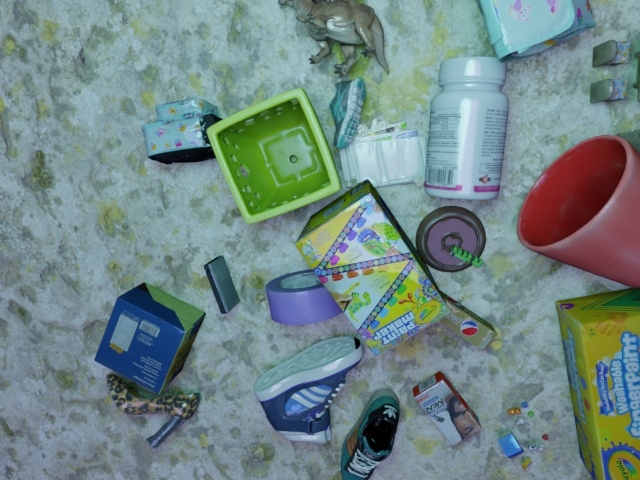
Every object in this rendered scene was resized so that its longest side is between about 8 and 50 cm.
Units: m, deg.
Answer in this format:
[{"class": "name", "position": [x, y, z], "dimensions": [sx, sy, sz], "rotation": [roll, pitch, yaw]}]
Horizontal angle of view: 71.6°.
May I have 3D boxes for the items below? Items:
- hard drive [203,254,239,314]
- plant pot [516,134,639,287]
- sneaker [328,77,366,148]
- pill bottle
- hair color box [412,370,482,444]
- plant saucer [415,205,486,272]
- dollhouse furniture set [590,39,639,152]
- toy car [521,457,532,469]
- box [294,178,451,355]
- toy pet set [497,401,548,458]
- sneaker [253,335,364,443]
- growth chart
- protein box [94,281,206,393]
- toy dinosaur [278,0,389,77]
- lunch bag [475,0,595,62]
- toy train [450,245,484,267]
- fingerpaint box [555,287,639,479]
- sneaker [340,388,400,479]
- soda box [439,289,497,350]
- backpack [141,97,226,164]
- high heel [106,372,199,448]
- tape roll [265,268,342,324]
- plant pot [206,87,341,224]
[{"class": "hard drive", "position": [-0.255, 0.114, 1.155], "dimensions": [0.022, 0.094, 0.135], "rotation": [-16, 99, 12]}, {"class": "plant pot", "position": [0.601, -0.041, 0.918], "dimensions": [0.243, 0.275, 0.274], "rotation": [29, 105, -8]}, {"class": "sneaker", "position": [0.051, -0.295, 1.034], "dimensions": [0.076, 0.065, 0.166], "rotation": [14, 89, 31]}, {"class": "pill bottle", "position": [0.316, -0.236, 0.958], "dimensions": [0.161, 0.160, 0.282], "rotation": [4, 103, 8]}, {"class": "hair color box", "position": [0.329, 0.437, 1.158], "dimensions": [0.093, 0.053, 0.167], "rotation": [-39, 95, 13]}, {"class": "plant saucer", "position": [0.317, 0.000, 1.078], "dimensions": [0.169, 0.029, 0.168], "rotation": [2, 102, 7]}, {"class": "dollhouse furniture set", "position": [0.689, -0.300, 0.887], "dimensions": [0.213, 0.161, 0.241], "rotation": [-3, 102, 9]}, {"class": "toy car", "position": [0.579, 0.628, 1.163], "dimensions": [0.041, 0.060, 0.121], "rotation": [-32, 104, -18]}, {"class": "box", "position": [0.109, 0.039, 0.967], "dimensions": [0.177, 0.290, 0.279], "rotation": [-33, 99, 11]}, {"class": "toy pet set", "position": [0.515, 0.502, 1.138], "dimensions": [0.114, 0.065, 0.122], "rotation": [-33, 95, 14]}, {"class": "sneaker", "position": [0.007, 0.412, 1.175], "dimensions": [0.323, 0.130, 0.236], "rotation": [-27, 107, 9]}, {"class": "growth chart", "position": [0.158, -0.205, 1.061], "dimensions": [0.238, 0.021, 0.171], "rotation": [0, 102, 9]}, {"class": "protein box", "position": [-0.455, 0.258, 1.195], "dimensions": [0.200, 0.136, 0.201], "rotation": [26, 105, 2]}, {"class": "toy dinosaur", "position": [0.047, -0.489, 0.974], "dimensions": [0.296, 0.127, 0.200], "rotation": [19, 68, -12]}, {"class": "lunch bag", "position": [0.383, -0.467, 0.840], "dimensions": [0.160, 0.262, 0.223], "rotation": [-12, 102, 53]}, {"class": "toy train", "position": [0.348, 0.040, 1.059], "dimensions": [0.083, 0.017, 0.023], "rotation": [25, 115, 2]}, {"class": "fingerpaint box", "position": [0.785, 0.335, 1.010], "dimensions": [0.372, 0.163, 0.443], "rotation": [-11, 100, 11]}, {"class": "sneaker", "position": [0.124, 0.548, 1.178], "dimensions": [0.108, 0.121, 0.301], "rotation": [20, 105, 4]}, {"class": "soda box", "position": [0.340, 0.192, 1.098], "dimensions": [0.181, 0.061, 0.058], "rotation": [35, 104, 0]}, {"class": "backpack", "position": [-0.320, -0.253, 1.048], "dimensions": [0.189, 0.166, 0.144], "rotation": [-16, 98, 8]}, {"class": "high heel", "position": [-0.482, 0.436, 1.284], "dimensions": [0.186, 0.093, 0.261], "rotation": [-44, 80, -8]}, {"class": "tape roll", "position": [-0.033, 0.132, 1.077], "dimensions": [0.189, 0.189, 0.080], "rotation": [-7, 101, 10]}, {"class": "plant pot", "position": [-0.083, -0.187, 1.006], "dimensions": [0.227, 0.207, 0.228], "rotation": [-20, 98, 12]}]
